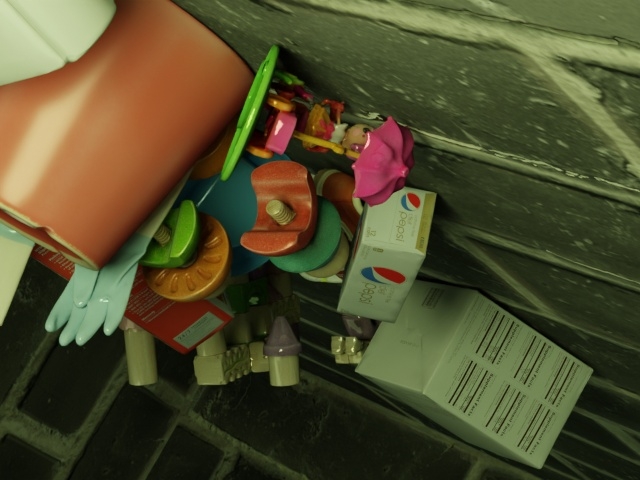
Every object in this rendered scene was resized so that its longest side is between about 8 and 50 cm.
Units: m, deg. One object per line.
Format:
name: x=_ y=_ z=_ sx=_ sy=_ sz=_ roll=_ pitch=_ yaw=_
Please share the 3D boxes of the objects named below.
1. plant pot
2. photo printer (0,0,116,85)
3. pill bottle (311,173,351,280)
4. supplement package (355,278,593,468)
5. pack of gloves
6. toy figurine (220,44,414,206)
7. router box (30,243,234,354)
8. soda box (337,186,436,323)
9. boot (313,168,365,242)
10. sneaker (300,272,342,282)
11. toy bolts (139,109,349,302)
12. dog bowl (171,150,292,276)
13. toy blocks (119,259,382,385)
plant pot: x=-0.238 y=-0.120 z=1.710 sx=0.275 sy=0.243 sz=0.275 roll=29 pitch=171 yaw=5
photo printer: x=-0.348 y=-0.264 z=1.468 sx=0.256 sy=0.107 sz=0.307 roll=-3 pitch=136 yaw=50
pill bottle: x=0.018 y=-0.013 z=2.001 sx=0.086 sy=0.086 sz=0.152 roll=21 pitch=168 yaw=45
supplement package: x=0.194 y=0.165 z=2.230 sx=0.203 sy=0.149 sz=0.194 roll=34 pitch=171 yaw=-24
pack of gloves: x=-0.260 y=0.000 z=1.811 sx=0.195 sy=0.232 sz=0.046 roll=18 pitch=158 yaw=16
toy figurine: x=0.007 y=-0.091 z=1.580 sx=0.159 sy=0.130 sz=0.173 roll=21 pitch=-166 yaw=-7
router box: x=-0.260 y=-0.066 z=2.076 sx=0.301 sy=0.082 sz=0.335 roll=39 pitch=-158 yaw=-44
soda box: x=0.068 y=0.015 z=1.844 sx=0.069 sy=0.074 sz=0.216 roll=12 pitch=158 yaw=-2
boot: x=0.065 y=-0.019 z=1.920 sx=0.085 sy=0.059 sz=0.158 roll=12 pitch=159 yaw=50
sneaker: x=0.000 y=0.000 z=2.219 sx=0.240 sy=0.091 sz=0.126 roll=22 pitch=-173 yaw=40
toy bolts: x=-0.075 y=-0.033 z=1.863 sx=0.229 sy=0.218 sz=0.158 roll=5 pitch=161 yaw=26
dog bowl: x=-0.149 y=-0.078 z=1.970 sx=0.297 sy=0.166 sz=0.074 roll=37 pitch=-179 yaw=-42
toy blocks: x=-0.097 y=0.049 z=2.446 sx=0.309 sy=0.260 sz=0.288 roll=-1 pitch=-172 yaw=26
